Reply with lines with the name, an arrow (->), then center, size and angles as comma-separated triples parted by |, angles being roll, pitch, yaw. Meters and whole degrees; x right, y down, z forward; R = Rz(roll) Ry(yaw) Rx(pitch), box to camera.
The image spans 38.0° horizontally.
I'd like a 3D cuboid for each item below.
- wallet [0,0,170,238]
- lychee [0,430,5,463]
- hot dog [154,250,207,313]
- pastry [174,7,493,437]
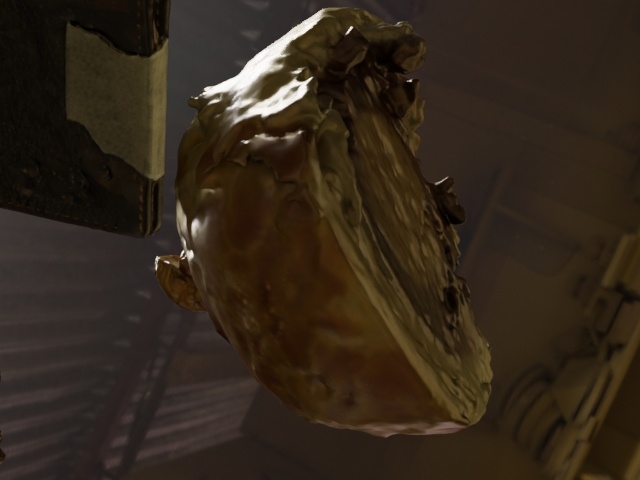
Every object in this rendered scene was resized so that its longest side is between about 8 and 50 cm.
wallet -> -0.228, -0.122, 0.629 | 0.071, 0.262, 0.221 | -59, -19, -58
lychee -> -0.439, 0.173, 0.821 | 0.330, 0.306, 0.306 | -27, -38, -41
hot dog -> -0.057, 0.035, 1.182 | 0.348, 0.158, 0.117 | 16, -118, -57
pastry -> 0.002, 0.009, 0.568 | 0.237, 0.170, 0.256 | -71, -38, -54
